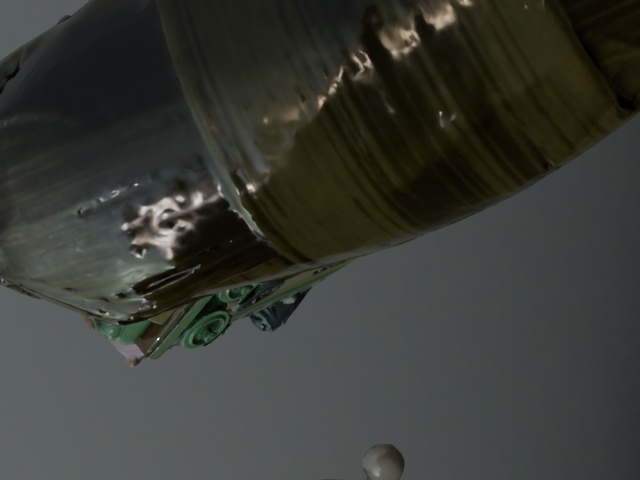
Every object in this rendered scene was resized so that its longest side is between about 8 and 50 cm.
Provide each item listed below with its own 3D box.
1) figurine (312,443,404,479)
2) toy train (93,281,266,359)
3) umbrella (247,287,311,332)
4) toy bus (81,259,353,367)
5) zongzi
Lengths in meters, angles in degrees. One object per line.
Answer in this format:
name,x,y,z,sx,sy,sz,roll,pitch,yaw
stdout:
figurine,-0.029,0.206,0.718,0.257,0.144,0.182,-47,-13,7
toy train,-0.087,0.009,1.010,0.176,0.074,0.118,-47,-25,20
umbrella,-0.002,-0.001,1.691,0.250,0.052,0.053,-53,-53,-16
toy bus,-0.083,0.003,1.408,0.305,0.179,0.143,-23,-102,-54
zongzi,0.024,-0.068,0.602,0.288,0.286,0.134,-19,-93,-77
